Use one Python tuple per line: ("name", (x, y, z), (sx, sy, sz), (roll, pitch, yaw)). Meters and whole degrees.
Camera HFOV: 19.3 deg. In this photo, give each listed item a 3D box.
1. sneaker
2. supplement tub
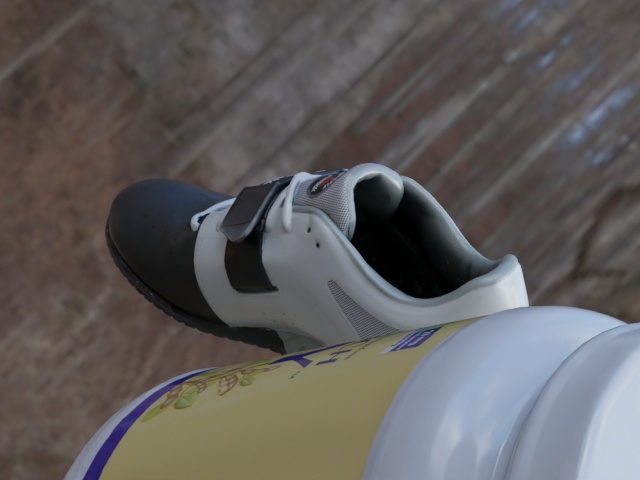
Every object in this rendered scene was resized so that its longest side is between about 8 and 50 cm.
("sneaker", (0.000, 0.000, 1.168), (0.330, 0.122, 0.146), (23, -50, 31))
("supplement tub", (0.052, 0.159, 0.857), (0.331, 0.241, 0.241), (-14, -58, 45))
